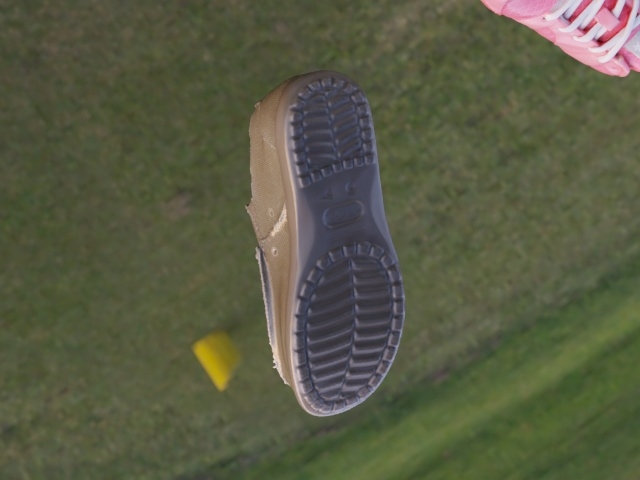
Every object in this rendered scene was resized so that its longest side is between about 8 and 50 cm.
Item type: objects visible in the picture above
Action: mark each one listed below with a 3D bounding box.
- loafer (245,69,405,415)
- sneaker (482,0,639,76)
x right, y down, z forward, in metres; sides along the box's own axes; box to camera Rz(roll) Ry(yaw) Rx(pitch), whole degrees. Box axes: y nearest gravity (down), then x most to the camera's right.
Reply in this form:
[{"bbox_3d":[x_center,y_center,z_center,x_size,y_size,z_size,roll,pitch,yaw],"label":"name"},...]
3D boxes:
[{"bbox_3d":[0.000,0.000,0.641,0.056,0.050,0.148,-8,107,-24],"label":"loafer"},{"bbox_3d":[0.220,-0.195,1.209,0.116,0.136,0.314,-48,163,20],"label":"sneaker"}]
